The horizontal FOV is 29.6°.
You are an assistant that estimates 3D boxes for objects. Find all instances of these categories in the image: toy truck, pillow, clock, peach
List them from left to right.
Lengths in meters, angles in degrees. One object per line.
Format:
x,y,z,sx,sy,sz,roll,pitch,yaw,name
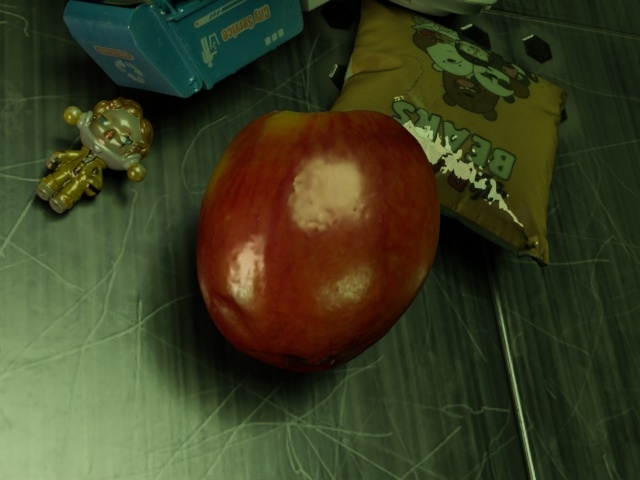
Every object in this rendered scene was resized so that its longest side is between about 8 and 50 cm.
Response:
-0.113,-0.298,1.362,0.146,0.175,0.367,18,42,39,toy truck
0.000,0.000,1.236,0.281,0.238,0.281,-3,93,-57,peach
0.111,-0.335,1.546,0.236,0.053,0.236,18,21,-7,clock
0.154,-0.144,1.454,0.310,0.119,0.312,27,48,-9,pillow

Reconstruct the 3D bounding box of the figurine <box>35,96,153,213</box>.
-0.232,-0.087,1.275,0.101,0.068,0.143,20,68,-11,figurine
